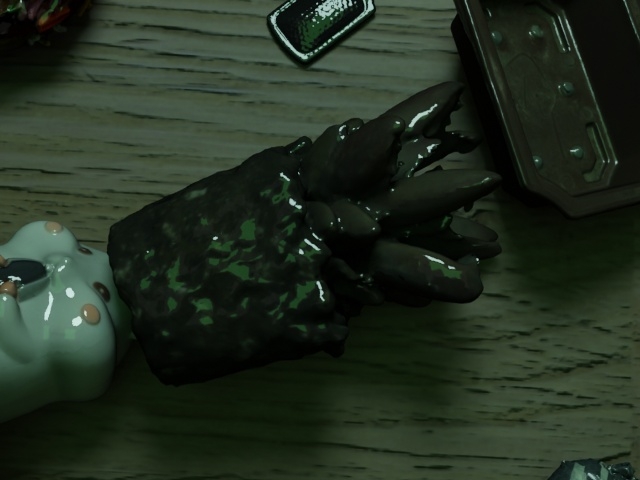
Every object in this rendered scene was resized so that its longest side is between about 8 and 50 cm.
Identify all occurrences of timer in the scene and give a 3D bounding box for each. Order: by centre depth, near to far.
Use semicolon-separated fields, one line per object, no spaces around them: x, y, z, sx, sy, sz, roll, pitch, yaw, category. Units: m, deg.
-0.296;0.084;0.734;0.315;0.291;0.291;-17;81;-25;timer

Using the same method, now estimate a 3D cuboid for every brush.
0.038;-0.243;0.868;0.193;0.016;0.063;-38;84;-3;brush

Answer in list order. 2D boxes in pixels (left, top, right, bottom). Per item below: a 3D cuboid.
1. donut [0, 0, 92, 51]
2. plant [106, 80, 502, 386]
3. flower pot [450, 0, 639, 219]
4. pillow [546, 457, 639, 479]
-0.314;-0.289;0.843;0.269;0.103;0.270;0;83;4;donut
0.000;0.000;0.764;0.320;0.194;0.182;-18;94;3;plant
0.201;-0.136;0.800;0.178;0.084;0.251;-13;80;-21;flower pot
0.150;0.319;0.746;0.335;0.092;0.161;-37;77;-3;pillow
